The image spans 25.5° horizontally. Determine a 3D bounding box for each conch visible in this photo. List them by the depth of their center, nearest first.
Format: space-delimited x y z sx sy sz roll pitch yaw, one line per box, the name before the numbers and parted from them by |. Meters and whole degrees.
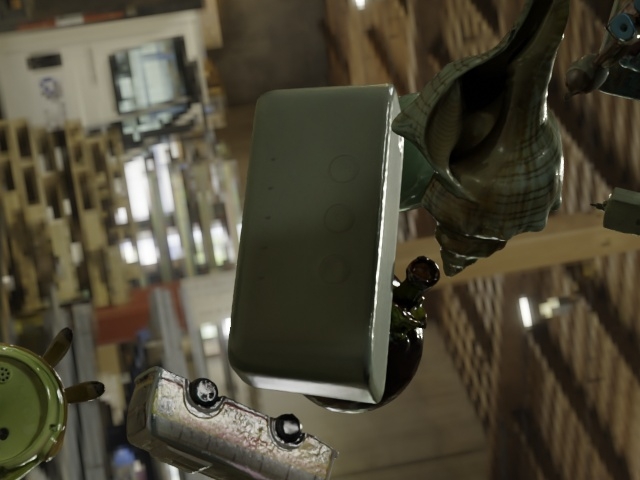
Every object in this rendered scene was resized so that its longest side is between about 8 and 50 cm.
conch | 0.182 -0.126 1.585 0.169 0.203 0.386 -131 -136 -61

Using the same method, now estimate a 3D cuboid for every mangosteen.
mangosteen | 0.067 0.120 2.023 0.289 0.231 0.231 -28 -113 44

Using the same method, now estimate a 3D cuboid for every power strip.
power strip | 0.520 -0.030 2.141 0.080 0.227 0.029 92 15 -56

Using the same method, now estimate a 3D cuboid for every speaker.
speaker | 0.000 0.000 1.841 0.183 0.184 0.406 69 25 -69

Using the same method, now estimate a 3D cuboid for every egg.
egg | 0.138 -0.135 2.191 0.168 0.231 0.168 37 34 -31

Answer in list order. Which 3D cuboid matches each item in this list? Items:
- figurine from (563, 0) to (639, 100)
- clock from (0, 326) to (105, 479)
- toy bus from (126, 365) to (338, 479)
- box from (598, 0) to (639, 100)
figurine | 0.370 -0.231 1.645 0.205 0.103 0.260 -57 170 14
clock | -0.381 0.200 1.708 0.170 0.232 0.069 58 -9 11
toy bus | -0.113 0.249 1.763 0.092 0.268 0.106 -33 -144 55
box | 0.447 -0.300 1.808 0.044 0.142 0.285 -72 173 -52
